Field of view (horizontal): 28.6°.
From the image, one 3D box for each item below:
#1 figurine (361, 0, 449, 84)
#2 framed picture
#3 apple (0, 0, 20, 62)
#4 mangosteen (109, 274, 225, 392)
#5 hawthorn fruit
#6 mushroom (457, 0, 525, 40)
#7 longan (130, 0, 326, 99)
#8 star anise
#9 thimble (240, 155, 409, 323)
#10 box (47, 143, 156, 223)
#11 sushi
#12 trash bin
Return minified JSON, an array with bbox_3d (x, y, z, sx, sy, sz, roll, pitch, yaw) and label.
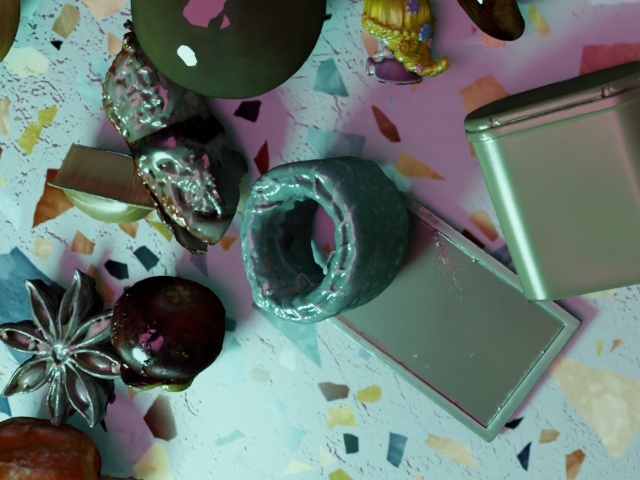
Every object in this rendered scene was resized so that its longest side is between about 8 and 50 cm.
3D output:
[{"bbox_3d":[0.110,-0.271,1.552,0.115,0.095,0.156,14,116,33],"label":"figurine"},{"bbox_3d":[0.170,0.103,1.686,0.296,0.019,0.232,37,118,9],"label":"framed picture"},{"bbox_3d":[-0.558,-0.320,1.770,0.241,0.242,0.242,-31,91,31],"label":"apple"},{"bbox_3d":[-0.221,0.142,1.799,0.166,0.166,0.180,20,121,18],"label":"mangosteen"},{"bbox_3d":[-0.409,0.385,1.941,0.272,0.242,0.242,-3,106,-2],"label":"hawthorn fruit"},{"bbox_3d":[0.240,-0.366,1.461,0.217,0.148,0.227,-26,103,12],"label":"mushroom"},{"bbox_3d":[-0.111,-0.304,1.565,0.258,0.258,0.258,7,109,23],"label":"longan"},{"bbox_3d":[-0.379,0.163,1.910,0.223,0.109,0.236,39,102,6],"label":"star anise"},{"bbox_3d":[0.000,0.000,1.647,0.198,0.143,0.235,43,119,23],"label":"thimble"},{"bbox_3d":[-0.300,-0.078,1.801,0.177,0.111,0.111,13,111,21],"label":"box"},{"bbox_3d":[-0.196,-0.148,1.718,0.130,0.124,0.332,-24,96,28],"label":"sushi"},{"bbox_3d":[0.317,-0.067,1.510,0.243,0.121,0.247,-12,103,27],"label":"trash bin"}]
